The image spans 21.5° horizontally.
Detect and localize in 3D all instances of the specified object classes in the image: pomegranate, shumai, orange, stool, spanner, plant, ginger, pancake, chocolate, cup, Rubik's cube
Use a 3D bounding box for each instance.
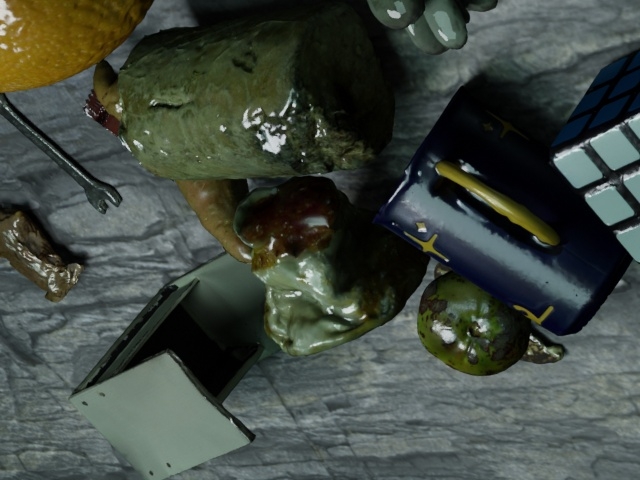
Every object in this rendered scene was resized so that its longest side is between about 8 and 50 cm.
[{"bbox_3d":[0.178,0.108,2.000,0.138,0.125,0.163,19,140,2],"label":"pomegranate"},{"bbox_3d":[0.000,0.000,1.972,0.204,0.222,0.272,59,177,-11],"label":"shumai"},{"bbox_3d":[-0.350,-0.326,1.864,0.357,0.322,0.322,3,130,27],"label":"orange"},{"bbox_3d":[-0.154,0.159,2.236,0.170,0.243,0.269,47,140,-12],"label":"stool"},{"bbox_3d":[-0.375,-0.128,2.304,0.254,0.015,0.054,42,141,-6],"label":"spanner"},{"bbox_3d":[0.059,-0.307,1.706,0.274,0.149,0.146,41,159,-1],"label":"plant"},{"bbox_3d":[-0.473,-0.017,2.431,0.290,0.084,0.122,39,148,0],"label":"ginger"},{"bbox_3d":[0.222,0.072,2.047,0.184,0.020,0.190,26,141,15],"label":"pancake"},{"bbox_3d":[-0.221,-0.141,2.167,0.182,0.028,0.086,35,134,1],"label":"chocolate"},{"bbox_3d":[0.198,-0.010,1.803,0.256,0.255,0.178,34,119,3],"label":"cup"},{"bbox_3d":[0.352,-0.099,1.669,0.163,0.160,0.162,47,140,-12],"label":"Rubik's cube"}]

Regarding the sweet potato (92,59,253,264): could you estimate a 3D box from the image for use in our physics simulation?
[{"bbox_3d":[-0.159,-0.111,2.075,0.098,0.124,0.310,-32,97,36],"label":"sweet potato"}]

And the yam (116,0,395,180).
[{"bbox_3d":[-0.065,-0.163,1.896,0.300,0.195,0.195,-2,127,40],"label":"yam"}]
